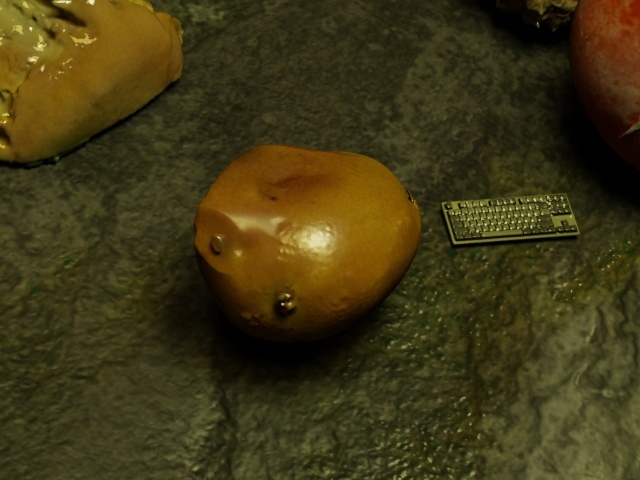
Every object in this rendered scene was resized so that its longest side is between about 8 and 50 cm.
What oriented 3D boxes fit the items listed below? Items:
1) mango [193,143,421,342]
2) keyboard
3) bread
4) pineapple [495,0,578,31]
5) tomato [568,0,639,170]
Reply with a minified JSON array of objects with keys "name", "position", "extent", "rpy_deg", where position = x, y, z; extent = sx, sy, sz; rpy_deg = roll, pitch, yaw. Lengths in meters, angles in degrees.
[{"name":"mango","position":[0.000,0.000,1.560],"extent":[0.166,0.136,0.236],"rpy_deg":[15,36,16]},{"name":"keyboard","position":[0.181,-0.020,1.695],"extent":[0.129,0.015,0.049],"rpy_deg":[-4,52,-16]},{"name":"bread","position":[-0.240,-0.202,1.673],"extent":[0.174,0.133,0.251],"rpy_deg":[38,54,20]},{"name":"pineapple","position":[0.223,-0.313,1.863],"extent":[0.166,0.166,0.193],"rpy_deg":[-14,39,-22]},{"name":"tomato","position":[0.371,-0.186,1.720],"extent":[0.265,0.265,0.265],"rpy_deg":[6,50,-8]}]
